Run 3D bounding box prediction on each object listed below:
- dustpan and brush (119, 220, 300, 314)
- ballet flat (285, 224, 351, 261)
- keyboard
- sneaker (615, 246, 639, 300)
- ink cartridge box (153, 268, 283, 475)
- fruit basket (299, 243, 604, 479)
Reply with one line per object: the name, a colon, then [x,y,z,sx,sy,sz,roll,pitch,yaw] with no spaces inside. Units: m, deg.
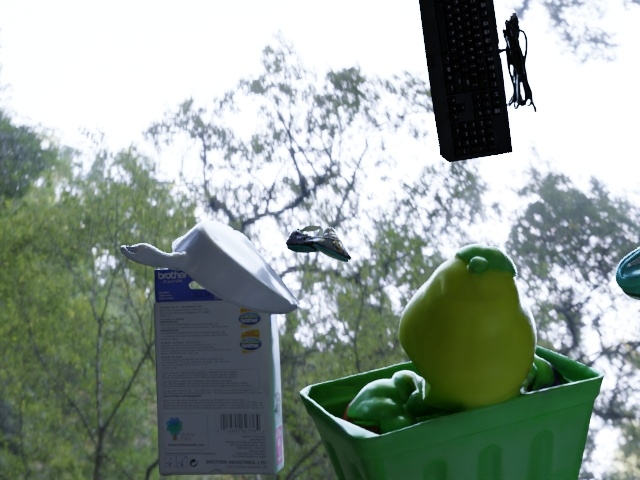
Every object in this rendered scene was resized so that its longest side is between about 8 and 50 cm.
dustpan and brush: [-0.131,0.023,0.935,0.060,0.147,0.211,-48,-35,9]
ballet flat: [0.000,0.000,1.081,0.041,0.114,0.041,-8,-78,-42]
keyboard: [0.148,-0.173,0.781,0.100,0.038,0.192,-10,-84,-8]
sneaker: [0.502,0.006,1.160,0.110,0.107,0.275,21,-27,-19]
ink cartridge box: [-0.155,0.194,1.287,0.185,0.065,0.311,-3,-90,12]
fruit basket: [0.176,0.176,1.142,0.392,0.283,0.392,-2,-84,-20]
